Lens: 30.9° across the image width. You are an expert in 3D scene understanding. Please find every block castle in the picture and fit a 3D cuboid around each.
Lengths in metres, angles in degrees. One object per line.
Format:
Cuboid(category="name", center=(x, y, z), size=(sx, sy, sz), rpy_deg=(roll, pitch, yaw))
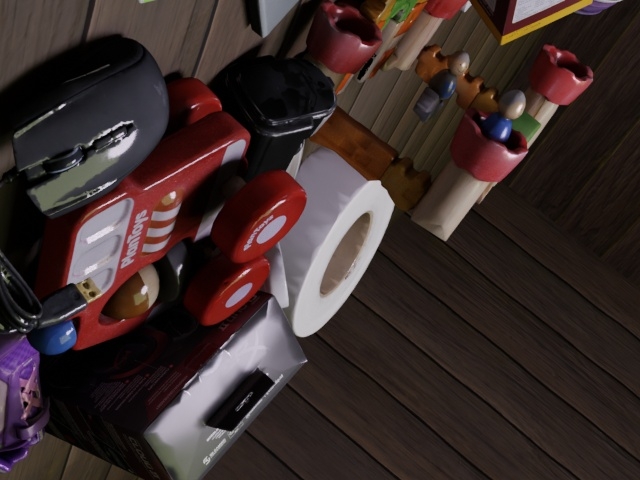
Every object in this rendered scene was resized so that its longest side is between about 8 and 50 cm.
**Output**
Cuboid(category="block castle", center=(0.167, -0.221, 1.503), size=(0.213, 0.303, 0.453), rpy_deg=(-57, 171, 31))

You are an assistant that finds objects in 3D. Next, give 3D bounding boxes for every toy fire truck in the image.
Cuboid(category="toy fire truck", center=(-0.175, 0.001, 1.128), size=(0.254, 0.169, 0.302), rpy_deg=(-32, 162, -36))

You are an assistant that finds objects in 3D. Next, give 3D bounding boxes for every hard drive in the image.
Cuboid(category="hard drive", center=(-0.037, -0.266, 1.155), size=(0.094, 0.022, 0.135), rpy_deg=(-50, 172, -10))

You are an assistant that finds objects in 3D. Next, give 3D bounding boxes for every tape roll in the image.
Cuboid(category="tape roll", center=(0.000, 0.000, 1.720), size=(0.286, 0.100, 0.286), rpy_deg=(-53, 162, -25))

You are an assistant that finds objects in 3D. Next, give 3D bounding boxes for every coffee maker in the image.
Cuboid(category="coffee maker", center=(-0.079, -0.106, 1.303), size=(0.171, 0.120, 0.178), rpy_deg=(-45, 169, -35))

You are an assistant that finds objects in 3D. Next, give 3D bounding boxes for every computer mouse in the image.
Cuboid(category="computer mouse", center=(-0.178, -0.041, 0.897), size=(0.262, 0.060, 0.184), rpy_deg=(-42, 128, -48))

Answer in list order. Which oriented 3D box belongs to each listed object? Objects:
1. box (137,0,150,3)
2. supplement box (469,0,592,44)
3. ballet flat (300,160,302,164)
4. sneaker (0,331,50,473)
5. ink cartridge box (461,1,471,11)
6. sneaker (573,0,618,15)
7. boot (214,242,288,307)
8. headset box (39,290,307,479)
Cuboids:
Cuboid(category="box", center=(-0.026, -0.311, 0.895), size=(0.232, 0.058, 0.322), rpy_deg=(-55, 172, 29))
Cuboid(category="supplement box", center=(0.221, -0.370, 1.313), size=(0.129, 0.191, 0.194), rpy_deg=(-26, 158, -10))
Cuboid(category="ballet flat", center=(-0.103, -0.054, 1.658), size=(0.232, 0.080, 0.073), rpy_deg=(-48, 144, -36))
Cuboid(category="sneaker", center=(-0.322, 0.159, 1.206), size=(0.095, 0.104, 0.236), rpy_deg=(-39, 165, -51))
Cuboid(category="ink cartridge box", center=(0.243, -0.435, 1.824), size=(0.104, 0.061, 0.181), rpy_deg=(-49, 172, -12))
Cuboid(category="sneaker", center=(0.269, -0.368, 1.554), size=(0.124, 0.283, 0.107), rpy_deg=(145, -36, -72))
Cuboid(category="boot", center=(-0.115, 0.021, 1.378), size=(0.123, 0.095, 0.258), rpy_deg=(-10, -161, -9))
Cuboid(category="headset box", center=(-0.177, 0.145, 1.299), size=(0.218, 0.293, 0.110), rpy_deg=(-47, 129, -30))
